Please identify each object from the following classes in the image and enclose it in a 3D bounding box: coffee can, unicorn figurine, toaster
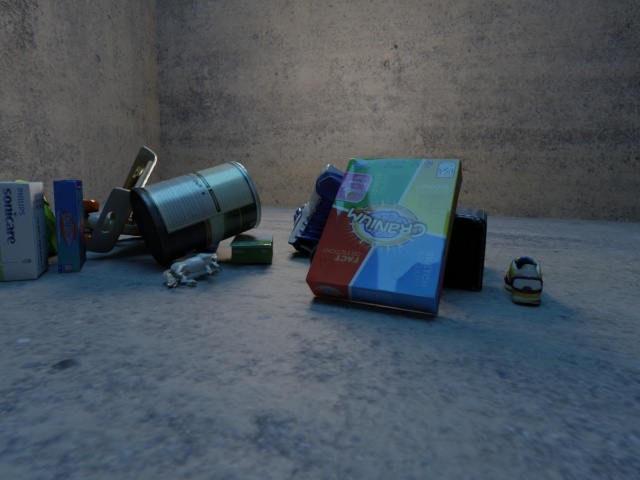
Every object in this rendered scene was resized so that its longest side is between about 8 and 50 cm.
[{"bbox_3d":[-0.325,-0.079,1.077,0.275,0.202,0.201,-25,22,-32],"label":"coffee can"},{"bbox_3d":[-0.269,0.057,0.894,0.161,0.060,0.111,-5,11,-38],"label":"unicorn figurine"},{"bbox_3d":[0.277,0.007,0.901,0.167,0.186,0.110,4,18,23],"label":"toaster"}]

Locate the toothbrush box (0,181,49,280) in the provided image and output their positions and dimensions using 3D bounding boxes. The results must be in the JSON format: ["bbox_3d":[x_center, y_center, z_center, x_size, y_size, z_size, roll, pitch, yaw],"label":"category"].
[{"bbox_3d":[-0.750,-0.021,0.848,0.282,0.207,0.122,-3,10,-21],"label":"toothbrush box"}]

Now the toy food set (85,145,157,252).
[{"bbox_3d":[-0.578,-0.129,1.176,0.092,0.220,0.306,26,26,-24],"label":"toy food set"}]

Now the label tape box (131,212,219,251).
[{"bbox_3d":[-0.474,-0.076,1.335,0.248,0.115,0.347,21,0,-27],"label":"label tape box"}]

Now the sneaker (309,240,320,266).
[{"bbox_3d":[0.036,0.028,0.975,0.120,0.108,0.302,5,10,-1],"label":"sneaker"}]

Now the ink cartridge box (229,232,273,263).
[{"bbox_3d":[-0.186,0.024,1.117,0.108,0.062,0.209,0,9,-6],"label":"ink cartridge box"}]

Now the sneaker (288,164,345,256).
[{"bbox_3d":[-0.003,-0.054,1.196,0.127,0.183,0.315,22,-38,-14],"label":"sneaker"}]

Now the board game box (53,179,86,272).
[{"bbox_3d":[-0.608,-0.041,0.991,0.047,0.211,0.160,-2,10,-25],"label":"board game box"}]

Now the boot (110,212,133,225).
[{"bbox_3d":[-0.758,-0.077,1.695,0.196,0.073,0.152,18,15,20],"label":"boot"}]

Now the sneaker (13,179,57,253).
[{"bbox_3d":[-0.746,-0.036,1.037,0.123,0.110,0.296,-22,-20,-32],"label":"sneaker"}]

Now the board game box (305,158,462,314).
[{"bbox_3d":[0.134,-0.027,0.801,0.241,0.317,0.064,5,-33,24],"label":"board game box"}]

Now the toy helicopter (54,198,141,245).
[{"bbox_3d":[-0.728,-0.038,1.366,0.234,0.140,0.355,-4,-6,28],"label":"toy helicopter"}]

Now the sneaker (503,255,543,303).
[{"bbox_3d":[0.421,0.070,0.838,0.069,0.084,0.185,4,9,16],"label":"sneaker"}]
